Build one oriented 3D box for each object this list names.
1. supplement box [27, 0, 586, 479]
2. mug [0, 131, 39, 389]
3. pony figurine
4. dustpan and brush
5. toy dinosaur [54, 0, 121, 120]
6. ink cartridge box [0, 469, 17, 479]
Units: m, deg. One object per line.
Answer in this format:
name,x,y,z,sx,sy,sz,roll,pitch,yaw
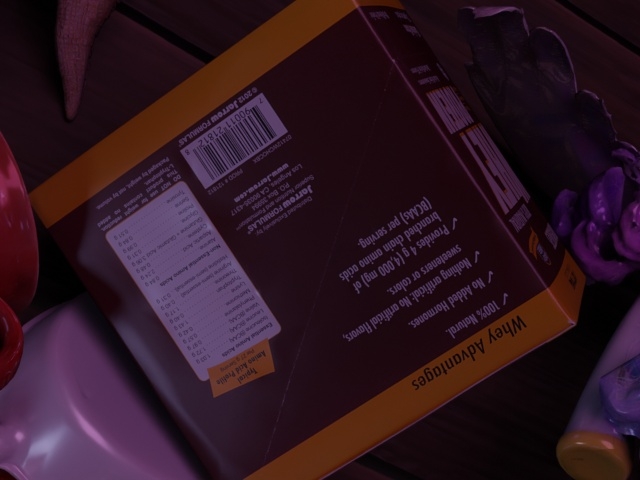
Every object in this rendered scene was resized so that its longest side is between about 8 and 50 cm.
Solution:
supplement box,0.000,0.000,0.730,0.194,0.191,0.129,56,15,0
mug,-0.220,0.010,0.646,0.169,0.150,0.113,-18,119,-32
pony figurine,0.245,0.017,0.883,0.351,0.303,0.363,59,40,-39
dustpan and brush,-0.129,0.090,0.695,0.211,0.060,0.147,5,49,-60
toy dinosaur,-0.157,-0.228,0.804,0.200,0.127,0.295,-33,94,-44
ink cartridge box,-0.068,0.298,0.613,0.385,0.091,0.308,51,43,-4
